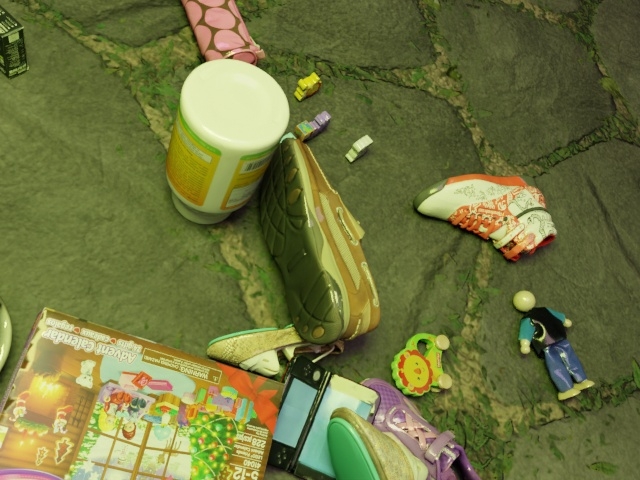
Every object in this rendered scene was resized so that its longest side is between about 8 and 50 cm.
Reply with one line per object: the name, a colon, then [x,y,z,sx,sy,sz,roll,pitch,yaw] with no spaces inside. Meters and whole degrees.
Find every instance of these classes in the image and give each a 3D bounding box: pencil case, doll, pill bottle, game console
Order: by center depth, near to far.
game console: [-0.002,0.240,0.773,0.124,0.085,0.143,43,64,-47]
pill bottle: [-0.141,-0.120,0.821,0.137,0.245,0.136,9,62,-18]
doll: [0.386,0.171,1.004,0.129,0.046,0.188,-16,72,-28]
pencil case: [-0.177,-0.383,1.029,0.098,0.095,0.209,-26,76,7]

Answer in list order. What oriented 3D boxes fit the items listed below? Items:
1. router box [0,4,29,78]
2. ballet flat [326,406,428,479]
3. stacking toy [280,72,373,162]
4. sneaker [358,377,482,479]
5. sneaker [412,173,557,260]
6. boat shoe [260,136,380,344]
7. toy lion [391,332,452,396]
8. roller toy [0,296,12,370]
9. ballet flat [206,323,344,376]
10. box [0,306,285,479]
router box: [-0.491,-0.314,0.869,0.122,0.092,0.038,43,58,3]
ballet flat: [0.096,0.341,0.749,0.106,0.108,0.315,-21,98,-37]
stacking toy: [-0.037,-0.178,1.009,0.221,0.052,0.167,-35,81,-28]
sneaker: [0.141,0.285,0.818,0.095,0.104,0.236,-35,80,-30]
sneaker: [0.303,-0.036,1.047,0.270,0.090,0.144,-5,65,-26]
boat shoe: [0.000,0.000,0.865,0.120,0.122,0.323,5,59,-36]
toy lion: [0.152,0.190,0.904,0.096,0.034,0.100,15,60,-22]
roller toy: [-0.457,0.103,0.647,0.209,0.146,0.191,-38,74,-26]
ballet flat: [-0.053,0.152,0.825,0.206,0.073,0.067,-10,67,-24]
box: [-0.196,0.216,0.644,0.294,0.057,0.200,24,64,-25]
